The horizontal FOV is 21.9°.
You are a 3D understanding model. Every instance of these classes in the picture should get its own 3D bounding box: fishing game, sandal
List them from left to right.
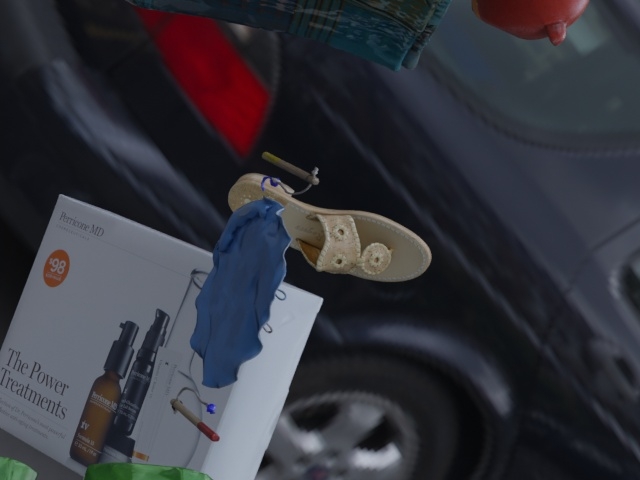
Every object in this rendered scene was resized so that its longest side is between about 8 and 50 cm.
[{"bbox_3d":[-0.069,0.050,1.521,0.041,0.264,0.189,19,0,-24],"label":"fishing game"},{"bbox_3d":[-0.001,0.005,1.839,0.240,0.088,0.079,23,37,8],"label":"sandal"}]

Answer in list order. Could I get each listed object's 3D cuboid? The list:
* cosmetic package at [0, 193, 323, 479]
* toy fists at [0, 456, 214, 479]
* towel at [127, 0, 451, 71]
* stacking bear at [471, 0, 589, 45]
[{"bbox_3d":[-0.202,0.134,1.860,0.377,0.284,0.097,20,-3,41],"label":"cosmetic package"},{"bbox_3d":[-0.208,0.249,1.269,0.096,0.279,0.142,71,24,-61],"label":"toy fists"},{"bbox_3d":[-0.036,-0.203,1.228,0.271,0.040,0.370,14,-5,-2],"label":"towel"},{"bbox_3d":[0.169,-0.324,1.598,0.289,0.164,0.175,60,16,-27],"label":"stacking bear"}]
